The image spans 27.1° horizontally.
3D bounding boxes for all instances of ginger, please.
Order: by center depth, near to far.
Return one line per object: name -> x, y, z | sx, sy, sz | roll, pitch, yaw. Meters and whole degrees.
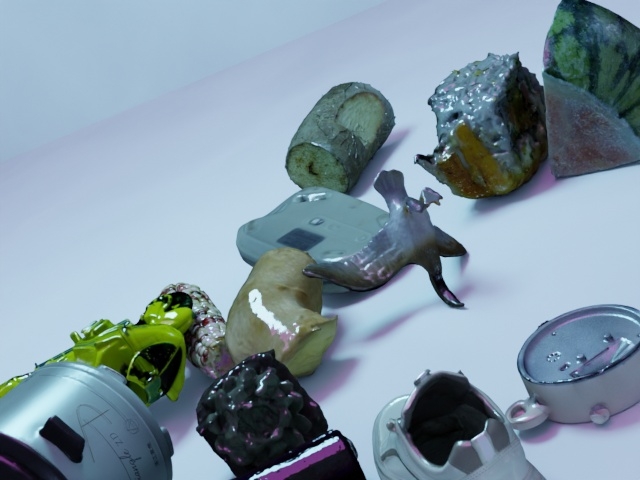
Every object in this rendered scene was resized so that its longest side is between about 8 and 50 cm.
ginger -> -0.055, 0.106, 1.805 | 0.152, 0.138, 0.267 | -5, 32, -2

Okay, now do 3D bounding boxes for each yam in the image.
yam -> 0.028, -0.177, 2.391 | 0.154, 0.154, 0.254 | -13, 28, 31

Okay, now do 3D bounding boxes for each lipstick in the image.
lipstick -> -0.091, 0.301, 1.440 | 0.300, 0.081, 0.081 | -26, 20, -6

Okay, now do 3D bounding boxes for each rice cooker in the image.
rice cooker -> -0.311, 0.281, 1.530 | 0.227, 0.241, 0.280 | -43, -10, -49

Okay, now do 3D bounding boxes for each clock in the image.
clock -> 0.292, 0.130, 1.438 | 0.229, 0.063, 0.155 | -32, 20, -13

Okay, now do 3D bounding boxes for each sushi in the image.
sushi -> 0.260, -0.171, 2.033 | 0.139, 0.184, 0.274 | -13, 25, 34

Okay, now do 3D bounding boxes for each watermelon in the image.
watermelon -> 0.412, -0.221, 1.998 | 0.201, 0.262, 0.213 | -45, 6, 43

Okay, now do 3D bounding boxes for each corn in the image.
corn -> -0.175, 0.131, 1.943 | 0.092, 0.092, 0.280 | -30, 22, -13

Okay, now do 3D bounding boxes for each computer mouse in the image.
computer mouse -> 0.003, 0.006, 2.044 | 0.197, 0.095, 0.331 | -35, 31, -20

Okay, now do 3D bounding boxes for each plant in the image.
plant -> -0.073, 0.207, 1.544 | 0.129, 0.132, 0.194 | -42, 5, -12

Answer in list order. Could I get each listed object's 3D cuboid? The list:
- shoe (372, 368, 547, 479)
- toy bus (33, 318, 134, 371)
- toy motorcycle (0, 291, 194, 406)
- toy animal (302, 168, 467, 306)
shoe -> 0.120, 0.193, 1.354 | 0.124, 0.159, 0.316 | -32, 24, -15
toy bus -> -0.340, 0.196, 1.986 | 0.175, 0.088, 0.101 | -28, 19, -12
toy motorcycle -> -0.310, 0.197, 1.827 | 0.342, 0.142, 0.206 | -33, 15, -2
toy animal -> 0.123, 0.009, 1.778 | 0.272, 0.160, 0.197 | -20, 38, -28
